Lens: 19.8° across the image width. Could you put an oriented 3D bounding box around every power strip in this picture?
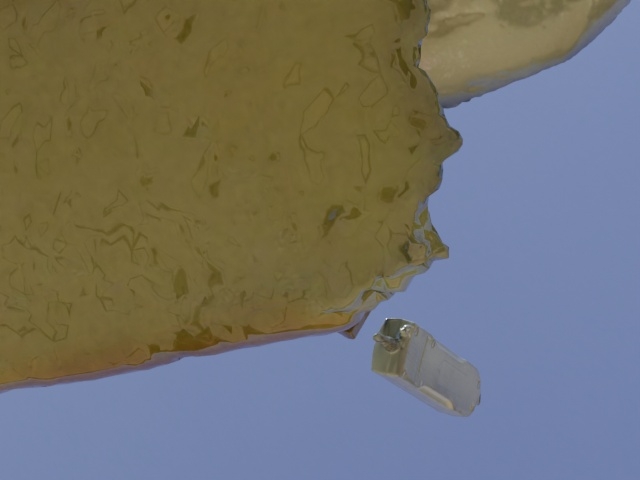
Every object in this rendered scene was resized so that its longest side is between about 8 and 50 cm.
[{"bbox_3d":[0.085,0.104,1.487,0.191,0.030,0.048,36,-114,-56],"label":"power strip"}]

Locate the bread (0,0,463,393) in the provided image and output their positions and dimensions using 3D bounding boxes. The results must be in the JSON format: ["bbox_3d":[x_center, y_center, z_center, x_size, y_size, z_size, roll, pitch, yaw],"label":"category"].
[{"bbox_3d":[-0.163,-0.058,0.525,0.245,0.361,0.233,-19,-79,-43],"label":"bread"}]

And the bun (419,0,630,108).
[{"bbox_3d":[0.082,-0.222,1.228,0.287,0.287,0.146,-28,-44,-9],"label":"bun"}]

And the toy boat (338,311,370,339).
[{"bbox_3d":[0.000,0.000,1.270,0.057,0.077,0.200,-57,-33,-26],"label":"toy boat"}]
